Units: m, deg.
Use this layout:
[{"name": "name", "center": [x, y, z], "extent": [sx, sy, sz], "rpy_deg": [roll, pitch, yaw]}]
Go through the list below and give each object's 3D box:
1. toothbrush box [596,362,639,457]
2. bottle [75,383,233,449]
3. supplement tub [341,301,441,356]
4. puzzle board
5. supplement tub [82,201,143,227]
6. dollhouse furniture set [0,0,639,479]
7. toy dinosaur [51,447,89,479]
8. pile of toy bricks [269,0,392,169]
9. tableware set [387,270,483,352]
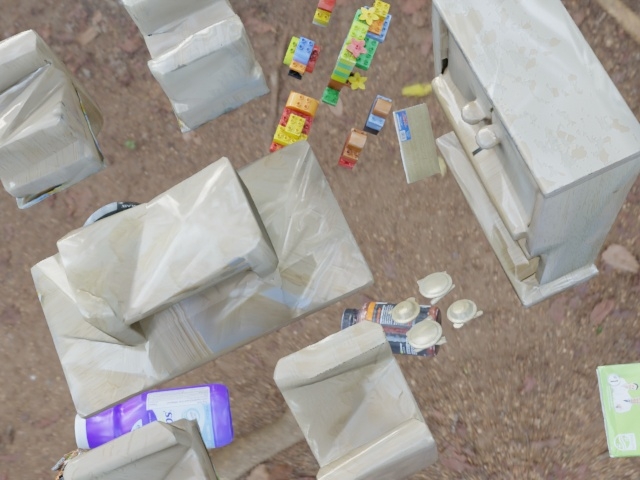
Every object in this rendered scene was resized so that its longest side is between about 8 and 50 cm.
[{"name": "toothbrush box", "center": [0.520, 0.216, 1.173], "extent": [0.283, 0.206, 0.122], "rpy_deg": [-9, 76, 16]}, {"name": "bottle", "center": [-0.306, 0.337, 1.643], "extent": [0.282, 0.092, 0.118], "rpy_deg": [-5, 109, -6]}, {"name": "supplement tub", "center": [0.145, 0.180, 1.818], "extent": [0.197, 0.106, 0.106], "rpy_deg": [4, 73, 14]}, {"name": "puzzle board", "center": [0.170, -0.173, 1.571], "extent": [0.011, 0.096, 0.128], "rpy_deg": [-5, 102, 45]}, {"name": "supplement tub", "center": [-0.389, 0.074, 1.895], "extent": [0.207, 0.207, 0.338], "rpy_deg": [-37, 38, -1]}, {"name": "dollhouse furniture set", "center": [0.000, 0.000, 0.651], "extent": [0.394, 0.256, 0.362], "rpy_deg": [-25, 70, 0]}, {"name": "toy dinosaur", "center": [-0.430, 0.527, 1.500], "extent": [0.218, 0.164, 0.322], "rpy_deg": [17, 98, 22]}, {"name": "pile of toy bricks", "center": [0.026, -0.181, 0.884], "extent": [0.118, 0.105, 0.212], "rpy_deg": [19, 75, -5]}, {"name": "tableware set", "center": [0.202, 0.128, 1.610], "extent": [0.141, 0.020, 0.169], "rpy_deg": [-32, 37, -4]}]
